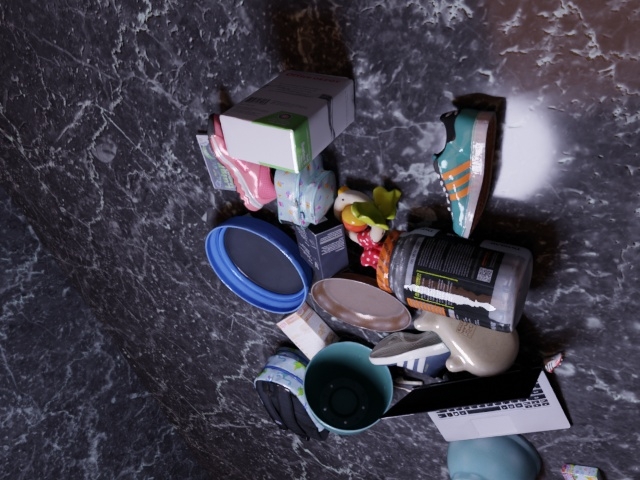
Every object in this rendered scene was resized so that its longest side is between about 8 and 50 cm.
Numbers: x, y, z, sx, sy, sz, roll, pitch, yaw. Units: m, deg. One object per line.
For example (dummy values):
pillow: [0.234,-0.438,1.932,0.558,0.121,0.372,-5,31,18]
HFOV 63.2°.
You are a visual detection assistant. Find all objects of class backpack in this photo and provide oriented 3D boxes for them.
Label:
backpack: [-0.042,-0.143,1.399,0.145,0.166,0.188,10,132,30]
backpack: [-0.111,0.585,2.019,0.290,0.273,0.355,10,151,34]

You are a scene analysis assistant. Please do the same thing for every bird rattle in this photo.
bird rattle: [0.127,-0.049,1.418,0.207,0.143,0.253,34,152,27]

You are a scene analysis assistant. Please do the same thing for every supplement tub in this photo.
supplement tub: [0.324,0.085,1.276,0.338,0.207,0.207,14,131,28]

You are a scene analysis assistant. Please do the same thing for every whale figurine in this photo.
whale figurine: [0.385,0.251,1.391,0.272,0.216,0.141,25,165,8]

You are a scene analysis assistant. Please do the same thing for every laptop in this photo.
laptop: [0.435,0.494,1.418,0.382,0.236,0.407,-19,117,29]

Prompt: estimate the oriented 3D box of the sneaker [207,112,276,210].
sneaker: [-0.209,-0.240,1.502,0.136,0.115,0.313,-21,121,13]

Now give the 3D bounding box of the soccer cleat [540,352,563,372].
soccer cleat: [0.614,0.321,1.383,0.036,0.029,0.083,25,140,13]

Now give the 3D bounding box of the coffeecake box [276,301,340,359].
coffeecake box: [-0.045,0.324,1.861,0.185,0.068,0.142,47,138,-5]

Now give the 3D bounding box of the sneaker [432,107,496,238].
sneaker: [0.314,-0.151,1.173,0.121,0.108,0.301,16,124,28]

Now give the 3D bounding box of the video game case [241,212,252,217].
video game case: [-0.242,-0.010,1.774,0.143,0.019,0.157,-19,111,45]

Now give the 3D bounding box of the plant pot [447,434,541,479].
plant pot: [0.533,0.747,1.672,0.293,0.196,0.292,20,133,23]

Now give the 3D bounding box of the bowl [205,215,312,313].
bowl: [-0.204,0.082,1.753,0.392,0.077,0.390,20,138,19]

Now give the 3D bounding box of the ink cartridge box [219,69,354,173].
ink cartridge box: [-0.068,-0.288,1.221,0.199,0.273,0.114,17,135,26]

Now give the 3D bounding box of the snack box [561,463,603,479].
snack box: [0.806,0.744,1.577,0.100,0.037,0.141,-12,115,41]

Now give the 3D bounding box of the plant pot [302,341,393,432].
plant pot: [0.087,0.526,1.778,0.293,0.293,0.235,29,152,15]

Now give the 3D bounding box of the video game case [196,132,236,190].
video game case: [-0.291,-0.241,1.618,0.173,0.022,0.190,10,129,32]

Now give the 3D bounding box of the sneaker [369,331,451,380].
sneaker: [0.302,0.360,1.580,0.350,0.131,0.148,-21,111,48]

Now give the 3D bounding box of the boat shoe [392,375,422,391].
boat shoe: [0.281,0.482,1.762,0.137,0.049,0.043,8,86,36]

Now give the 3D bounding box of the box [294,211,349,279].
box: [0.000,0.000,1.495,0.156,0.093,0.158,44,151,50]

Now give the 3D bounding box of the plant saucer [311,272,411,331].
plant saucer: [0.126,0.182,1.569,0.311,0.050,0.310,17,150,10]
